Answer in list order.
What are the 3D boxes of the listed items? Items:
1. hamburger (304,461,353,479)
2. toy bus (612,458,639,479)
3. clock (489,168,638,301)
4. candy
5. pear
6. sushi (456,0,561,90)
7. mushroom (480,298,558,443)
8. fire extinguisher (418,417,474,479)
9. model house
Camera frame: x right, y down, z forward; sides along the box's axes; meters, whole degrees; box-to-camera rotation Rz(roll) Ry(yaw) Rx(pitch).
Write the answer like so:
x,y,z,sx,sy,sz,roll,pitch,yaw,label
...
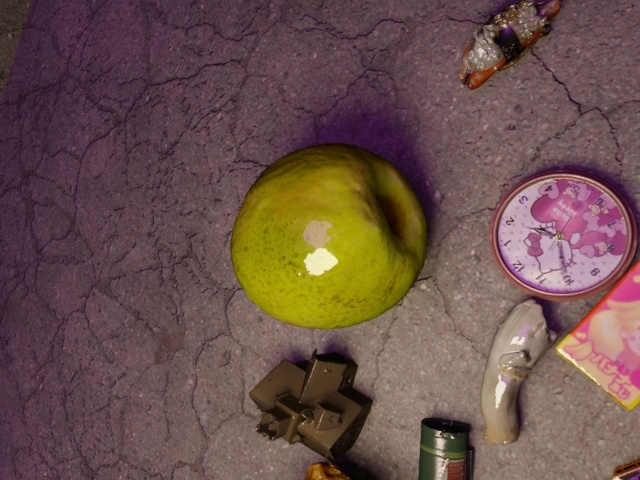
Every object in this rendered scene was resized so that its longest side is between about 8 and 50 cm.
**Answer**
x,y,z,sx,sy,sz,roll,pitch,yaw,label
0.042,0.589,0.899,0.314,0.170,0.290,61,157,-8,hamburger
0.538,0.436,0.755,0.070,0.074,0.162,-34,68,19,toy bus
0.435,-0.011,0.876,0.245,0.056,0.244,-2,84,26,clock
0.538,0.127,0.785,0.146,0.088,0.276,42,104,27,candy
0.000,0.000,0.940,0.392,0.391,0.390,-4,82,28,pear
0.359,-0.400,0.939,0.226,0.103,0.097,-37,69,12,sushi
0.349,0.240,0.877,0.099,0.096,0.277,-149,76,-73,mushroom
0.230,0.496,0.906,0.093,0.118,0.294,-6,79,63,fire extinguisher
-0.032,0.330,0.980,0.212,0.243,0.204,23,96,29,model house
